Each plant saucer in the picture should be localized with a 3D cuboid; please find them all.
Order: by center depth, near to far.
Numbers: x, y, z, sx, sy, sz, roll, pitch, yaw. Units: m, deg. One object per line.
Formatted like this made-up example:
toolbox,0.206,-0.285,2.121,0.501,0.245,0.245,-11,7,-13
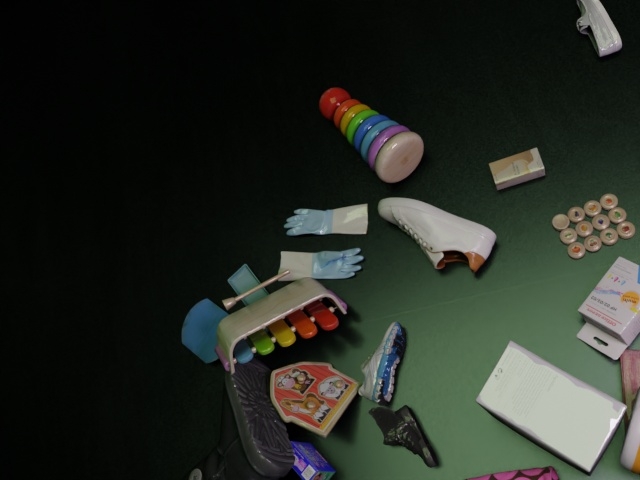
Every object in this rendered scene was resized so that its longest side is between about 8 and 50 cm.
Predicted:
plant saucer,-0.163,0.147,1.690,0.067,0.018,0.192,-42,60,3

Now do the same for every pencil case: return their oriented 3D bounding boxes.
pencil case,0.367,0.506,1.291,0.209,0.095,0.098,-19,29,17

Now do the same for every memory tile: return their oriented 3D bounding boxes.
memory tile,0.595,-0.033,1.447,0.148,0.012,0.113,-25,63,13

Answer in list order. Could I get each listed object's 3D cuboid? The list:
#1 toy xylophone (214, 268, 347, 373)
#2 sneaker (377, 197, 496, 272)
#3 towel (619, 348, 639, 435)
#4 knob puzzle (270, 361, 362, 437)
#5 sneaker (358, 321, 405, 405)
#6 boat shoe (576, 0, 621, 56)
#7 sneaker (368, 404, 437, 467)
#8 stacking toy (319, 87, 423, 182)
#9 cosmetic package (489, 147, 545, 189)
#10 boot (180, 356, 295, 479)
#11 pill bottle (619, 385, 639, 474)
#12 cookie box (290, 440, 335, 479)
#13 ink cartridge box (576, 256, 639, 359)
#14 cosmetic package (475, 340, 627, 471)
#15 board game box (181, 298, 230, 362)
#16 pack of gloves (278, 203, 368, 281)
toy xylophone,-0.107,0.174,1.555,0.322,0.081,0.236,-23,25,-7
sneaker,0.247,-0.011,1.529,0.290,0.106,0.123,21,77,26
towel,0.746,0.322,1.236,0.328,0.037,0.237,-3,69,21
knob puzzle,-0.029,0.334,1.490,0.213,0.030,0.213,2,38,-1
sneaker,0.132,0.270,1.494,0.082,0.071,0.191,5,67,40
boat shoe,0.652,-0.519,1.587,0.063,0.066,0.184,-24,73,11
sneaker,0.176,0.424,1.426,0.089,0.051,0.170,-32,57,8
stacking toy,0.112,-0.292,1.688,0.141,0.141,0.330,-43,56,2
cosmetic package,0.457,-0.166,1.539,0.115,0.041,0.060,-19,65,15
boot,-0.259,0.525,1.513,0.445,0.146,0.367,-53,25,17
pill bottle,0.676,0.363,1.133,0.278,0.162,0.162,15,76,26
cookie box,-0.026,0.488,1.450,0.092,0.107,0.040,40,91,30
ink cartridge box,0.601,0.136,1.336,0.181,0.061,0.104,-52,40,-2
cosmetic package,0.437,0.324,1.254,0.224,0.224,0.138,28,82,29
board game box,-0.281,0.235,1.698,0.168,0.033,0.133,30,89,34
pack of gloves,0.000,0.000,1.663,0.232,0.046,0.195,-4,70,21
